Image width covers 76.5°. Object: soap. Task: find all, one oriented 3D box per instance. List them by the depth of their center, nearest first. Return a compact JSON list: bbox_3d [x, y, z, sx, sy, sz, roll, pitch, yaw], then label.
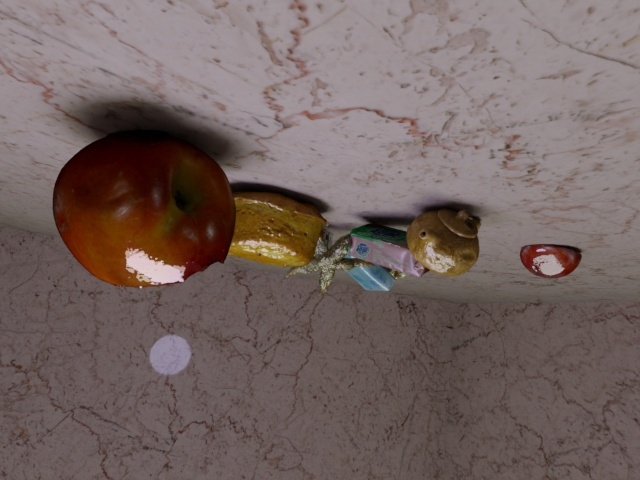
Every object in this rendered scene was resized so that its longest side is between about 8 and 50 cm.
[{"bbox_3d":[0.243,0.026,1.300,0.274,0.097,0.218,18,-160,32],"label":"soap"}]

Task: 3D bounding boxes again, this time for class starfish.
[{"bbox_3d":[0.037,0.082,1.508,0.348,0.357,0.078,2,-149,3],"label":"starfish"}]

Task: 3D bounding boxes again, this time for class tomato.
[{"bbox_3d":[0.805,0.081,1.422,0.190,0.099,0.173,15,168,-27],"label":"tomato"}]

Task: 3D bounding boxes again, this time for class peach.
[{"bbox_3d":[-0.381,-0.083,0.894,0.407,0.309,0.335,13,-149,35],"label":"peach"}]

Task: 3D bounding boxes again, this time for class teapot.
[{"bbox_3d":[0.362,-0.018,1.126,0.312,0.203,0.166,-9,139,-41],"label":"teapot"}]

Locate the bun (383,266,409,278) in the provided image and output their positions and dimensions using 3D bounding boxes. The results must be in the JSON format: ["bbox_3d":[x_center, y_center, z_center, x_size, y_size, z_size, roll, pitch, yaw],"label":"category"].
[{"bbox_3d":[0.334,0.118,1.850,0.223,0.127,0.222,10,170,2],"label":"bun"}]

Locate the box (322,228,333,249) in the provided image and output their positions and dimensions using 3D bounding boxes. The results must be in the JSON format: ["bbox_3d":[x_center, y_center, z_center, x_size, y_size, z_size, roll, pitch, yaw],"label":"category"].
[{"bbox_3d":[0.000,0.000,1.599,0.040,0.083,0.154,0,166,28],"label":"box"}]

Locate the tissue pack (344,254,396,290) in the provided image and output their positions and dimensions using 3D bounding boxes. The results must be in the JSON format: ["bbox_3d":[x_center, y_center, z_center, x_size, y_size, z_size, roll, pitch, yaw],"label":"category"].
[{"bbox_3d":[0.180,0.116,1.778,0.263,0.089,0.177,42,156,-19],"label":"tissue pack"}]

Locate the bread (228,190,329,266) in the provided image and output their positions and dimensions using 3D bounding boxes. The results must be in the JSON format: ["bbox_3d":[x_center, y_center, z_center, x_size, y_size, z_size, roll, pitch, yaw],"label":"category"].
[{"bbox_3d":[-0.164,-0.029,1.288,0.359,0.203,0.337,12,172,-26],"label":"bread"}]
